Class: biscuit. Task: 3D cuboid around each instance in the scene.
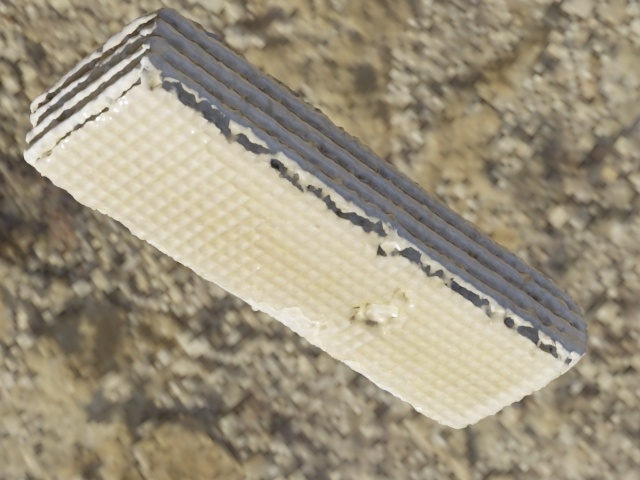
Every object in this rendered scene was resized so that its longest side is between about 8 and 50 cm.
[{"bbox_3d":[0.000,0.000,1.365,0.426,0.078,0.144,33,130,-31],"label":"biscuit"}]
